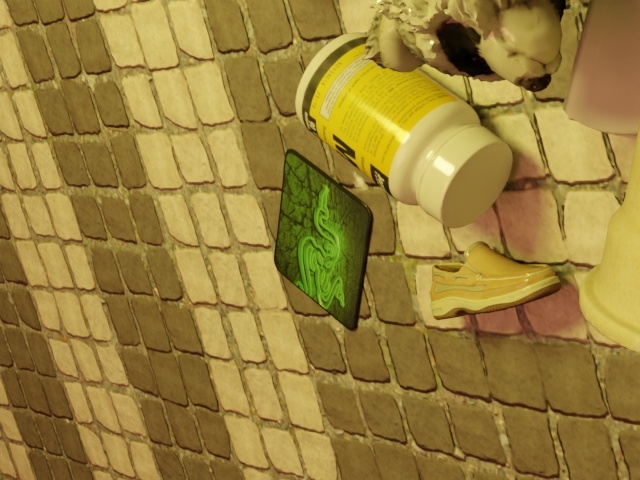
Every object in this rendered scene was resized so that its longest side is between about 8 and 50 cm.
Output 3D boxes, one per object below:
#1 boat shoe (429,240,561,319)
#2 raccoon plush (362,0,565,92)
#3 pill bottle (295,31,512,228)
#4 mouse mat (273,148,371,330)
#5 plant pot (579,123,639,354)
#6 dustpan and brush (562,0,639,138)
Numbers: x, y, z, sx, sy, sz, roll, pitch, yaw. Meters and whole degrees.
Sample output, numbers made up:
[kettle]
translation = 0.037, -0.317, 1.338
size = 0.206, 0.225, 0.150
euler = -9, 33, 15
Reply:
[boat shoe]
translation = 0.167, 0.036, 1.491
size = 0.190, 0.068, 0.072
euler = -15, 87, 56
[raccoon plush]
translation = 0.127, -0.338, 1.150
size = 0.299, 0.216, 0.446
euler = 123, 147, -70
[pill bottle]
translation = 0.083, -0.109, 1.459
size = 0.208, 0.119, 0.119
euler = 40, 139, 32
[mouse mat]
translation = 0.000, 0.000, 1.741
size = 0.152, 0.007, 0.189
euler = 38, 139, 34
[plant pot]
translation = 0.346, -0.094, 0.975
size = 0.334, 0.334, 0.305
euler = 17, 114, 48
[dustpan and brush]
translation = 0.307, -0.132, 1.211
size = 0.211, 0.060, 0.147
euler = 37, 125, 44
